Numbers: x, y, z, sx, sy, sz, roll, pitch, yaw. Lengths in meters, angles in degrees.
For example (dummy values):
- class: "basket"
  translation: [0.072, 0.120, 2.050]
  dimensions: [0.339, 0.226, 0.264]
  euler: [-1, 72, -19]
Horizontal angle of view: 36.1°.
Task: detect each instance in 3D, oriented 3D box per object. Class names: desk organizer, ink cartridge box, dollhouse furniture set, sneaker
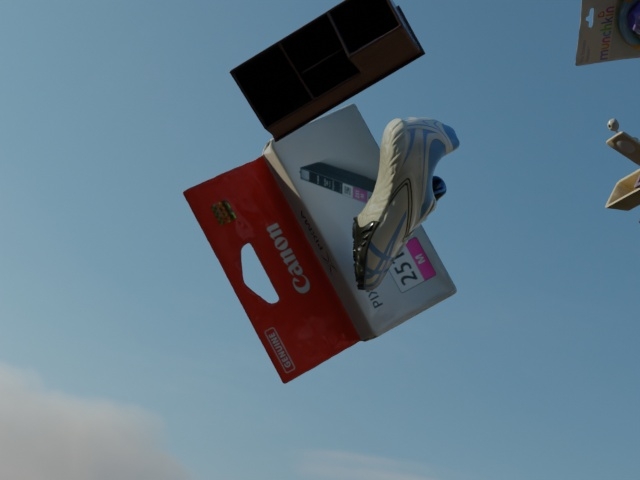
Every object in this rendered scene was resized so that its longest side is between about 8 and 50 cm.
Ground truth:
- class: "desk organizer"
  translation: [0.004, -0.130, 0.716]
  dimensions: [0.130, 0.047, 0.050]
  euler: [-29, -21, 13]
- class: "ink cartridge box"
  translation: [0.000, 0.000, 1.206]
  dimensions: [0.275, 0.239, 0.060]
  euler: [62, -22, 4]
- class: "dollhouse furniture set"
  translation: [0.256, -0.051, 0.853]
  dimensions: [0.081, 0.091, 0.114]
  euler: [33, -20, -4]
- class: "sneaker"
  translation: [0.088, -0.031, 1.085]
  dimensions: [0.086, 0.085, 0.237]
  euler: [7, -49, -12]

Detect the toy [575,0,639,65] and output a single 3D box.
- class: "toy"
  translation: [0.418, -0.255, 1.115]
  dimensions: [0.237, 0.056, 0.137]
  euler: [-9, -44, 0]
